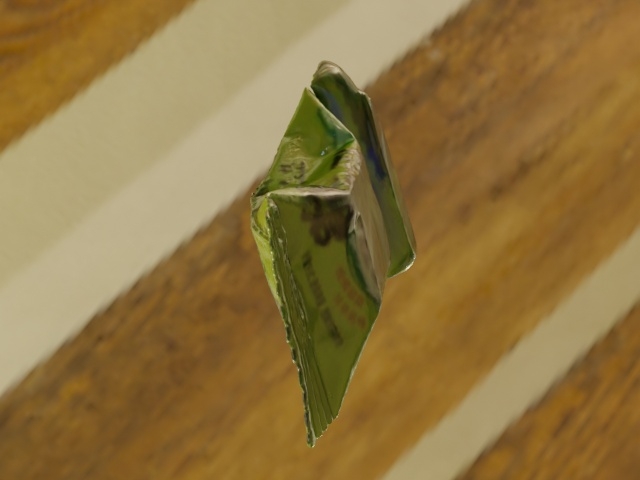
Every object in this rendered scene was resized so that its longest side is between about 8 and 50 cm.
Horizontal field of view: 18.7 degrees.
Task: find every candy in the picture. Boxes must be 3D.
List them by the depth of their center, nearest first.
[{"bbox_3d":[0.000,0.000,1.155,0.246,0.069,0.149,-71,-36,-64],"label":"candy"}]
